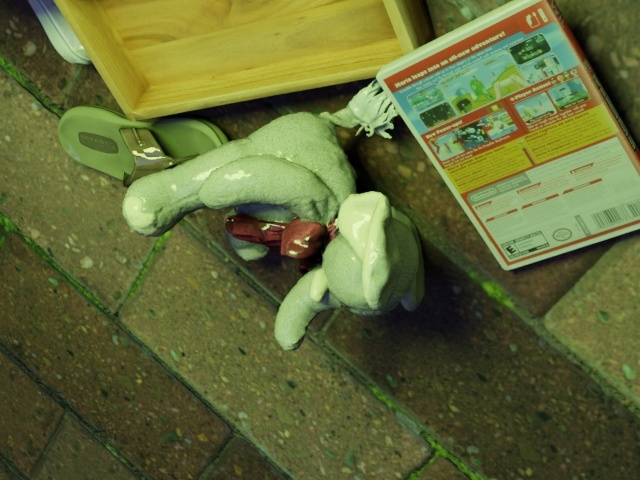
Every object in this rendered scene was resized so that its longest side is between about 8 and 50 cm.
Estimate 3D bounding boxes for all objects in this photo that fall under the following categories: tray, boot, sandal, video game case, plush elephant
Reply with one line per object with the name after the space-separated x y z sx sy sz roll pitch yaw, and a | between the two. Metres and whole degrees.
-0.097 -0.265 1.096 0.411 0.076 0.202 -6 130 29 | tray
-0.336 -0.365 1.237 0.123 0.095 0.258 -26 105 29 | boot
-0.247 -0.110 1.296 0.303 0.086 0.120 11 118 26 | sandal
0.217 -0.105 1.020 0.204 0.025 0.285 -21 116 36 | video game case
0.000 0.000 1.091 0.330 0.272 0.255 -30 69 14 | plush elephant
